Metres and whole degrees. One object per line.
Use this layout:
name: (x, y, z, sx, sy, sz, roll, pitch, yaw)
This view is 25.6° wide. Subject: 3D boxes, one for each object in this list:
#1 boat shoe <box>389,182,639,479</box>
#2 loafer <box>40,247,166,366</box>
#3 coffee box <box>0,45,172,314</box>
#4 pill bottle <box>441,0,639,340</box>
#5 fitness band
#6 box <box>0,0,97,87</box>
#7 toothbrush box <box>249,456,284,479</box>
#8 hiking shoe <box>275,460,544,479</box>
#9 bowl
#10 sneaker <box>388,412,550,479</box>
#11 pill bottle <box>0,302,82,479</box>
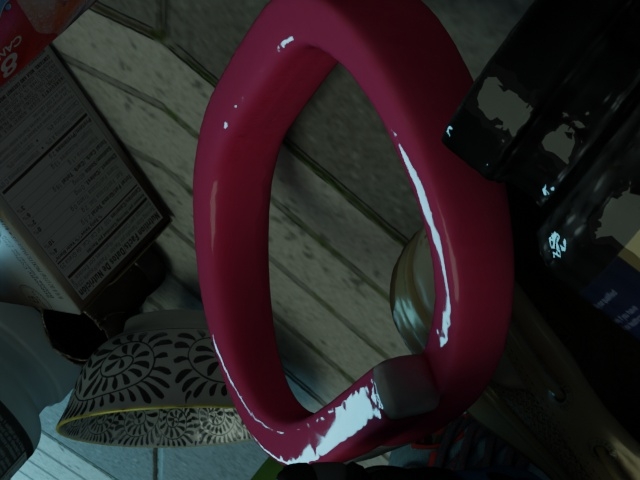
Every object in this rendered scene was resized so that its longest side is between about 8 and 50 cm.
boat shoe: (0.177, 0.096, 0.634, 0.341, 0.121, 0.110, 38, 154, 7)
loafer: (-0.185, 0.053, 1.076, 0.080, 0.078, 0.220, 40, 153, 1)
coffee box: (-0.229, -0.076, 0.920, 0.141, 0.098, 0.246, 6, 137, 48)
pill bottle: (0.158, -0.007, 0.505, 0.219, 0.123, 0.123, 37, 153, 6)
fitness band: (0.000, 0.000, 0.679, 0.291, 0.054, 0.209, 135, 121, -63)
box: (-0.233, -0.214, 0.663, 0.300, 0.154, 0.142, 30, 151, 18)
toothbrush box: (0.061, 0.314, 1.104, 0.283, 0.122, 0.206, 17, 144, 39)
hiking shoe: (0.065, 0.161, 0.651, 0.132, 0.113, 0.304, 0, 171, 10)
bowl: (-0.101, 0.096, 1.003, 0.170, 0.080, 0.170, -2, 163, -1)
sneaker: (0.091, 0.154, 0.846, 0.125, 0.104, 0.262, 55, 142, 7)
pill bottle: (-0.352, 0.179, 1.257, 0.162, 0.278, 0.162, 31, 151, 19)
